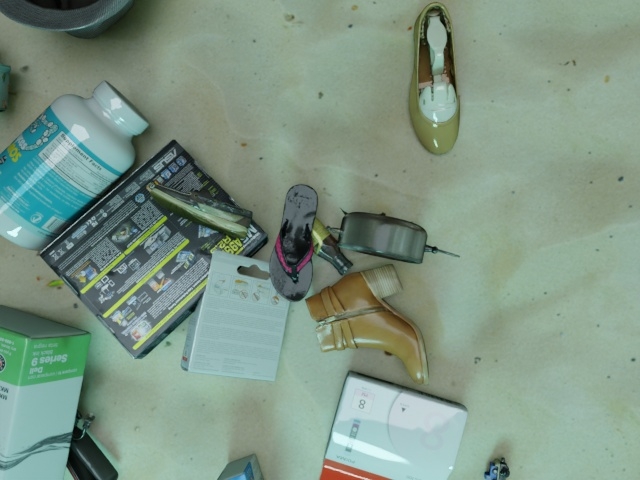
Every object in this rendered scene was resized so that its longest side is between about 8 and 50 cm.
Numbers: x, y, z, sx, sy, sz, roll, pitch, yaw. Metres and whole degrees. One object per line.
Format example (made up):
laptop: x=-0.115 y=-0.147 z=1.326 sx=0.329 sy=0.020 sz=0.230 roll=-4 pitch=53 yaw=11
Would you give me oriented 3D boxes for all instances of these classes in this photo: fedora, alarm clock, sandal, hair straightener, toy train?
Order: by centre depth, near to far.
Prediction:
alarm clock: x=0.111 y=-0.001 z=0.843 sx=0.191 sy=0.129 sz=0.064 roll=15 pitch=88 yaw=13
sandal: x=-0.039 y=0.004 z=0.856 sx=0.067 sy=0.040 sz=0.179 roll=6 pitch=92 yaw=-6
toy train: x=0.260 y=0.408 z=0.867 sx=0.036 sy=0.027 sz=0.159 roll=8 pitch=88 yaw=15
fedora: x=-0.377 y=-0.424 z=0.902 sx=0.243 sy=0.124 sz=0.276 roll=5 pitch=79 yaw=2
hair straightener: x=-0.387 y=0.288 z=0.906 sx=0.089 sy=0.047 sz=0.230 roll=-36 pitch=79 yaw=15

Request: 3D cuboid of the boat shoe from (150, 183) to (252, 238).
boat shoe: x=-0.173 y=-0.051 z=0.843 sx=0.152 sy=0.056 sz=0.049 roll=25 pitch=73 yaw=-9

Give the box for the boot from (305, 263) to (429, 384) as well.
boot: x=0.072 y=0.146 z=0.872 sx=0.152 sy=0.073 sz=0.197 roll=-21 pitch=74 yaw=1

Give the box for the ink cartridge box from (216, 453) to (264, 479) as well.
ink cartridge box: x=-0.108 y=0.401 z=0.859 sx=0.052 sy=0.088 sz=0.123 roll=-21 pitch=86 yaw=2

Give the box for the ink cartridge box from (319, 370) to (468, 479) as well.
ink cartridge box: x=0.101 y=0.337 z=0.867 sx=0.188 sy=0.066 sz=0.233 roll=16 pitch=84 yaw=4

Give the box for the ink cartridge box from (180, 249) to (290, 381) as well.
ink cartridge box: x=-0.123 y=0.116 z=0.868 sx=0.145 sy=0.045 sz=0.180 roll=15 pitch=78 yaw=-30

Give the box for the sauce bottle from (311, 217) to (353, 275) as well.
sauce bottle: x=0.000 y=0.000 z=0.896 sx=0.042 sy=0.042 sz=0.128 roll=-43 pitch=83 yaw=1

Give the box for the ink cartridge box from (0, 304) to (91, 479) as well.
ink cartridge box: x=-0.484 y=0.258 z=0.847 sx=0.211 sy=0.121 sz=0.290 roll=10 pitch=89 yaw=22

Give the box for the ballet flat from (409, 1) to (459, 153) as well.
ballet flat: x=0.175 y=-0.253 z=0.883 sx=0.080 sy=0.073 sz=0.233 roll=-5 pitch=87 yaw=4

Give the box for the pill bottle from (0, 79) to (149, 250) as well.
pill bottle: x=-0.390 y=-0.121 z=0.878 sx=0.264 sy=0.146 sz=0.146 roll=-44 pitch=85 yaw=0

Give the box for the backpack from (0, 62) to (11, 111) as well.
backpack: x=-0.589 y=-0.268 z=0.888 sx=0.188 sy=0.166 sz=0.145 roll=19 pitch=98 yaw=2

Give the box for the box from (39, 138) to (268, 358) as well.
box: x=-0.250 y=0.011 z=0.880 sx=0.216 sy=0.060 sz=0.270 roll=45 pitch=80 yaw=4
